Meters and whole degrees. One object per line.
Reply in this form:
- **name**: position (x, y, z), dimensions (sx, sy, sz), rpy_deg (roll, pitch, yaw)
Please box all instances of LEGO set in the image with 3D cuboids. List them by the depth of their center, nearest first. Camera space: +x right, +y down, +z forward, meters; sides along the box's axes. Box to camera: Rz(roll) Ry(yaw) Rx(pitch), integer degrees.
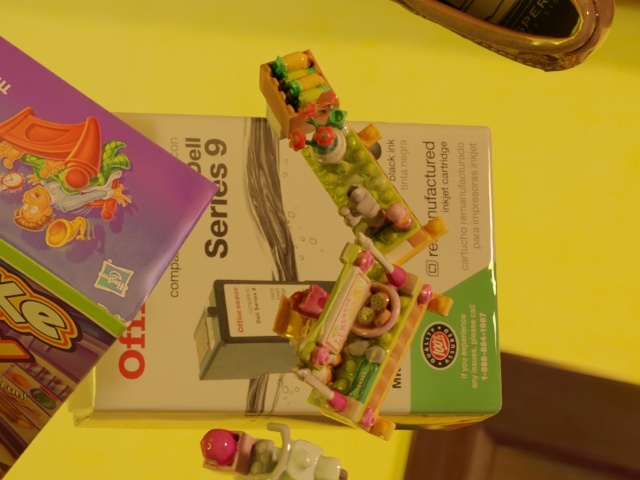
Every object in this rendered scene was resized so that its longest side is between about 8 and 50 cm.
- **LEGO set**: position (0.000, 0.000, 1.045), dimensions (0.132, 0.287, 0.107), rpy_deg (-4, 158, 22)

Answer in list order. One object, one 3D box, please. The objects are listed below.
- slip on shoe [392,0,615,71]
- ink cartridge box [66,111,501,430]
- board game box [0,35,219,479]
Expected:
- **slip on shoe**: position (0.024, -0.092, 0.526), dimensions (0.135, 0.051, 0.041), rpy_deg (34, -164, 3)
- **ink cartridge box**: position (-0.029, 0.027, 1.270), dimensions (0.289, 0.211, 0.121), rpy_deg (1, 170, -14)
- **board game box**: position (-0.240, -0.046, 0.758), dimensions (0.347, 0.078, 0.233), rpy_deg (34, 146, -6)
